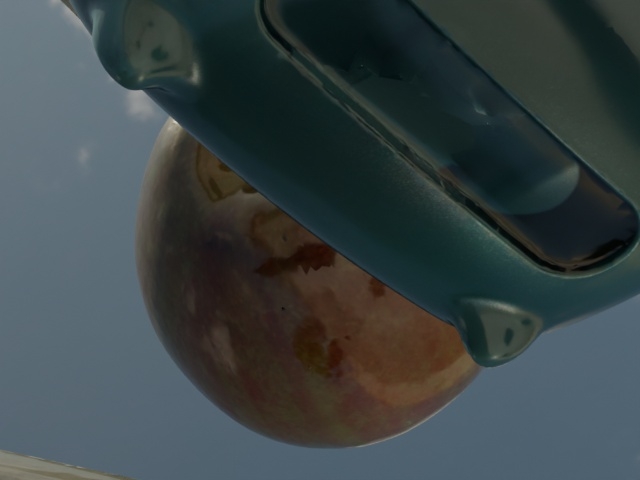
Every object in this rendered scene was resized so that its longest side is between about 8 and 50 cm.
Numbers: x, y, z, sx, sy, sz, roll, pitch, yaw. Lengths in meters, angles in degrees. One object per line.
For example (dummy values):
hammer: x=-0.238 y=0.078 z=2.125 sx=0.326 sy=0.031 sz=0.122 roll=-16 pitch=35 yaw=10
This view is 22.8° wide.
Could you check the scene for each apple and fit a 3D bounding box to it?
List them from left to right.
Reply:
apple: x=0.000 y=0.000 z=1.010 sx=0.234 sy=0.257 sz=0.257 roll=51 pitch=-143 yaw=-60

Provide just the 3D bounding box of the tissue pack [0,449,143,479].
tissue pack: x=-0.094 y=0.175 z=0.538 sx=0.159 sy=0.229 sz=0.145 roll=-62 pitch=-36 yaw=-34

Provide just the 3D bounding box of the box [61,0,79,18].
box: x=-0.163 y=-0.270 z=1.413 sx=0.212 sy=0.095 sz=0.168 roll=43 pitch=-114 yaw=-7

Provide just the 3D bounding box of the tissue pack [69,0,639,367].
tissue pack: x=0.047 y=-0.097 z=0.570 sx=0.287 sy=0.198 sz=0.206 roll=39 pitch=-141 yaw=-31
